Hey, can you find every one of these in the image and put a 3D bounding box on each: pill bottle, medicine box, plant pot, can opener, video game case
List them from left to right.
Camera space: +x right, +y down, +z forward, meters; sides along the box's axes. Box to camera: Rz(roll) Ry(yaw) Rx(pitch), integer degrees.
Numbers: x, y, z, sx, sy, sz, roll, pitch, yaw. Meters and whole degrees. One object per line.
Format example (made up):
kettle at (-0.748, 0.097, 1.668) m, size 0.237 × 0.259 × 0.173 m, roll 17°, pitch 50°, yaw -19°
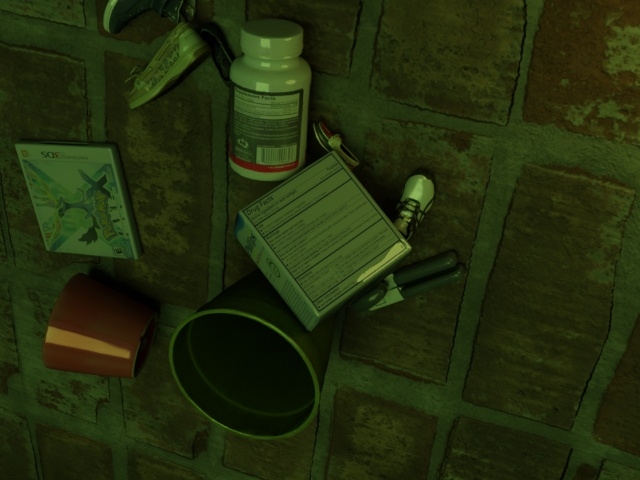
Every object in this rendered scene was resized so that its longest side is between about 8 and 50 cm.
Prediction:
video game case at (-0.640, -0.107, 2.208) m, size 0.300 × 0.036 × 0.329 m, roll 5°, pitch 121°, yaw 20°
plant pot at (-0.594, 0.253, 2.285) m, size 0.243 × 0.275 × 0.275 m, roll 17°, pitch 125°, yaw 2°
pill bottle at (-0.109, -0.303, 1.787) m, size 0.176 × 0.176 × 0.318 m, roll 14°, pitch 124°, yaw 14°
plant pot at (-0.118, 0.220, 1.999) m, size 0.367 × 0.353 × 0.366 m, roll 10°, pitch 123°, yaw 16°
medicine box at (0.000, 0.000, 1.814) m, size 0.289 × 0.263 × 0.149 m, roll 52°, pitch 160°, yaw 10°
can opener at (0.201, 0.112, 1.963) m, size 0.283 × 0.095 × 0.076 m, roll -22°, pitch 110°, yaw 31°

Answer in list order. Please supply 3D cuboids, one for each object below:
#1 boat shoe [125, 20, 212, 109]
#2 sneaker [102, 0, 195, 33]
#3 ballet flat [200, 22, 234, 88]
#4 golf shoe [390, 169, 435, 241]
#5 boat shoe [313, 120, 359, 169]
boat shoe at (-0.354, -0.390, 1.875) m, size 0.285 × 0.104 × 0.089 m, roll -29°, pitch 101°, yaw 39°
sneaker at (-0.374, -0.505, 1.828) m, size 0.163 × 0.086 × 0.226 m, roll 42°, pitch 125°, yaw -2°
ballet flat at (-0.223, -0.402, 1.852) m, size 0.057 × 0.049 × 0.173 m, roll -16°, pitch 112°, yaw 30°
golf shoe at (0.201, -0.061, 1.861) m, size 0.077 × 0.094 × 0.198 m, roll 22°, pitch 124°, yaw 9°
boat shoe at (0.034, -0.215, 1.863) m, size 0.043 × 0.049 × 0.137 m, roll -27°, pitch 109°, yaw 29°
